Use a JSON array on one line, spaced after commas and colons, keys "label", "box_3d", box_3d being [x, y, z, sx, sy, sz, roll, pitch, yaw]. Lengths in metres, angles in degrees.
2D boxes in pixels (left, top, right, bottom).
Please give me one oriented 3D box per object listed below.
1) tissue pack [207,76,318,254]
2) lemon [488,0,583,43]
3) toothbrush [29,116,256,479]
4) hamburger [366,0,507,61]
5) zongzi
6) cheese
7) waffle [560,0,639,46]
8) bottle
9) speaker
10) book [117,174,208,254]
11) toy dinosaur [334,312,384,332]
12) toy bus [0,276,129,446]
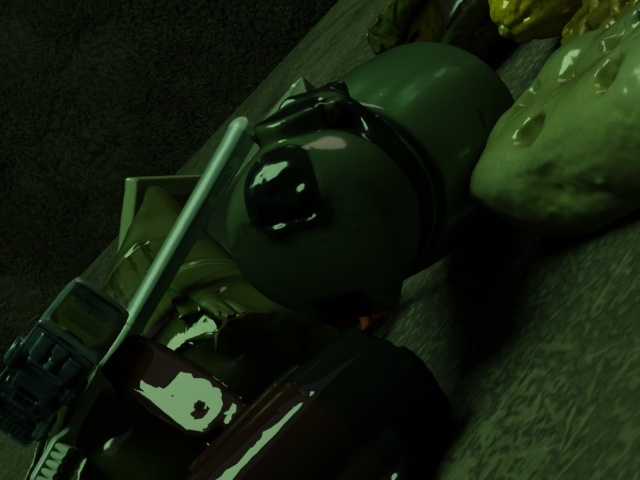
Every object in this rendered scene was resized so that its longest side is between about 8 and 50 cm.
[{"label": "tissue pack", "box_3d": [-0.048, -0.055, 1.787, 0.246, 0.136, 0.159, -49, 11, 10]}, {"label": "lemon", "box_3d": [0.220, -0.256, 1.434, 0.155, 0.114, 0.114, -58, 12, -11]}, {"label": "toothbrush", "box_3d": [-0.138, 0.048, 1.189, 0.030, 0.025, 0.342, 10, 67, 49]}, {"label": "hamburger", "box_3d": [0.172, -0.293, 1.703, 0.265, 0.134, 0.285, -53, 4, 29]}, {"label": "zongzi", "box_3d": [-0.195, 0.184, 1.317, 0.447, 0.181, 0.418, -51, 34, 3]}, {"label": "cheese", "box_3d": [0.204, -0.091, 1.024, 0.159, 0.093, 0.263, -55, 11, -28]}, {"label": "waffle", "box_3d": [0.302, -0.238, 1.196, 0.281, 0.058, 0.301, -54, 11, -16]}, {"label": "bottle", "box_3d": [0.043, -0.048, 1.131, 0.168, 0.168, 0.347, -46, -3, 25]}, {"label": "speaker", "box_3d": [-0.081, 0.199, 1.016, 0.329, 0.198, 0.259, -47, 20, -22]}, {"label": "book", "box_3d": [-0.170, 0.078, 1.567, 0.208, 0.020, 0.295, -9, -73, -72]}, {"label": "toy dinosaur", "box_3d": [0.000, 0.052, 1.333, 0.055, 0.101, 0.280, -15, -8, -44]}, {"label": "toy bus", "box_3d": [-0.211, 0.096, 1.150, 0.075, 0.064, 0.190, -59, 8, -34]}]
